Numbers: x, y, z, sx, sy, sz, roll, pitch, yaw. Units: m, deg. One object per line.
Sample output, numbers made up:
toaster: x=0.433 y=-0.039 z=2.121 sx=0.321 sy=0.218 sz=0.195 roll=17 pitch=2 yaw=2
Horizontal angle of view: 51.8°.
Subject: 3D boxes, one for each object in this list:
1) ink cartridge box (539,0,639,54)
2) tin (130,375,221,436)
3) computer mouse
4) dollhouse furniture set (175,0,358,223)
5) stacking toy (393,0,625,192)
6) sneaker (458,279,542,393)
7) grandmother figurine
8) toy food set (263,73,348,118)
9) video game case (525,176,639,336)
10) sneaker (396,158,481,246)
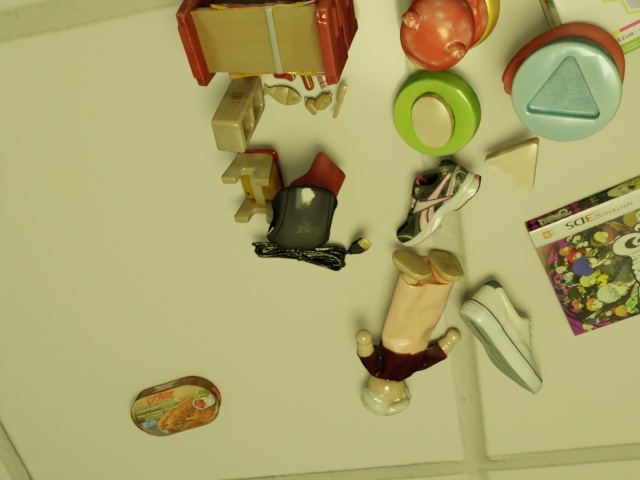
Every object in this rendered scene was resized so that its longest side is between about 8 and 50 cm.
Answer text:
ink cartridge box: x=0.371 y=-0.378 z=0.851 sx=0.188 sy=0.097 sz=0.255 roll=-24 pitch=114 yaw=17
tin: x=-0.288 y=0.331 z=1.318 sx=0.189 sy=0.040 sz=0.106 roll=-18 pitch=119 yaw=14
computer mouse: x=0.000 y=0.000 z=1.020 sx=0.184 sy=0.060 sz=0.262 roll=7 pitch=157 yaw=-13
dollhouse furniture set: x=-0.049 y=-0.202 z=0.957 sx=0.201 sy=0.152 sz=0.374 roll=4 pitch=137 yaw=14
stacking toy: x=0.224 y=-0.185 z=0.889 sx=0.308 sy=0.130 sz=0.280 roll=26 pitch=133 yaw=8
sneaker: x=0.338 y=0.173 z=1.150 sx=0.091 sy=0.094 sz=0.258 roll=-46 pitch=124 yaw=-10
grandmother figurine: x=0.151 y=0.178 z=1.166 sx=0.207 sy=0.104 sz=0.342 roll=8 pitch=121 yaw=-13
toy food set: x=-0.021 y=-0.236 z=1.005 sx=0.122 sy=0.019 sz=0.078 roll=23 pitch=120 yaw=3
video game case: x=0.480 y=0.030 z=1.087 sx=0.210 sy=0.042 sz=0.232 roll=-23 pitch=114 yaw=17
sneaker: x=0.171 y=-0.066 z=1.042 sx=0.077 sy=0.072 sz=0.178 roll=39 pitch=128 yaw=-4
